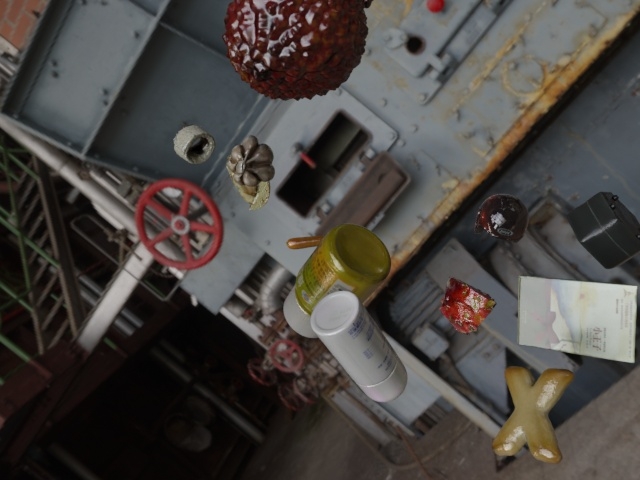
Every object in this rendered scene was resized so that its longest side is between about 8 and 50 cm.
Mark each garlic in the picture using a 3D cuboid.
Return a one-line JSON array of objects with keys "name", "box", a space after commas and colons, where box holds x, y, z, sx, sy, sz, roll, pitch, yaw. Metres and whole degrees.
[{"name": "garlic", "box": [-0.184, -0.204, 1.474, 0.127, 0.131, 0.194, -22, 2, 4]}]

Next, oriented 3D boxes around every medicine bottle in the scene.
[{"name": "medicine bottle", "box": [0.109, 0.275, 1.406, 0.130, 0.341, 0.130, -22, 38, 18]}, {"name": "medicine bottle", "box": [0.039, 0.139, 1.809, 0.224, 0.224, 0.384, -52, -2, -46]}]

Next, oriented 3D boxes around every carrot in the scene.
[{"name": "carrot", "box": [0.000, 0.000, 2.021, 0.247, 0.043, 0.043, -7, 7, 6]}]

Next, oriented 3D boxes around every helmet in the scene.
[{"name": "helmet", "box": [0.702, -0.082, 2.208, 0.216, 0.189, 0.193, -69, -8, -55]}]

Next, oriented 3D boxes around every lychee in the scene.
[{"name": "lychee", "box": [-0.045, -0.634, 1.705, 0.500, 0.425, 0.424, -27, -1, -4]}]

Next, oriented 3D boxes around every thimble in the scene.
[{"name": "thimble", "box": [-0.403, -0.308, 1.832, 0.115, 0.090, 0.102, -28, -46, -25]}]

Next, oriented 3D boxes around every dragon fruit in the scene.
[{"name": "dragon fruit", "box": [0.449, 0.215, 1.859, 0.274, 0.126, 0.161, -108, 41, -83]}]

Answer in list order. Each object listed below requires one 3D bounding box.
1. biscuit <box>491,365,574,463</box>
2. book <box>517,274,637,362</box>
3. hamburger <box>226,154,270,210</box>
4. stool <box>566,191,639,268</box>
[{"name": "biscuit", "box": [0.467, 0.378, 1.269, 0.164, 0.047, 0.208, -10, 51, 45]}, {"name": "book", "box": [0.661, 0.199, 1.496, 0.026, 0.289, 0.201, -9, -81, -55]}, {"name": "hamburger", "box": [-0.234, -0.226, 2.035, 0.135, 0.208, 0.155, -20, 25, 9]}, {"name": "stool", "box": [0.866, -0.034, 1.720, 0.141, 0.232, 0.232, -44, 5, 32]}]
